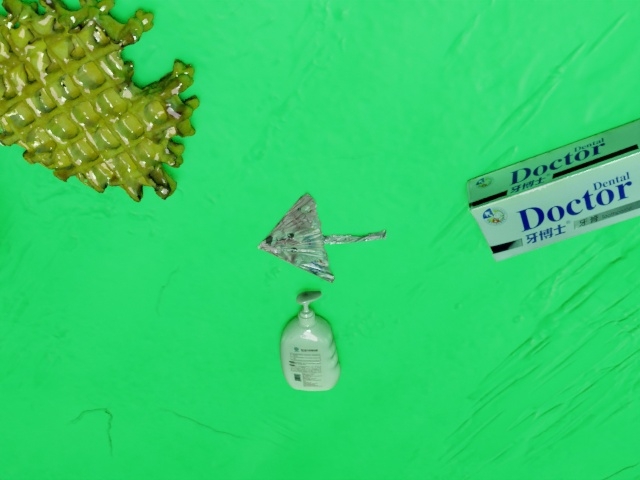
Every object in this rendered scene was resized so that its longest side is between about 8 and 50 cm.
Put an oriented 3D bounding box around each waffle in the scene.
[{"bbox_3d":[-0.242,-0.144,0.877,0.232,0.051,0.228,12,132,-3],"label":"waffle"}]

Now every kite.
[{"bbox_3d":[0.000,0.000,0.998,0.157,0.011,0.139,-5,131,10],"label":"kite"}]

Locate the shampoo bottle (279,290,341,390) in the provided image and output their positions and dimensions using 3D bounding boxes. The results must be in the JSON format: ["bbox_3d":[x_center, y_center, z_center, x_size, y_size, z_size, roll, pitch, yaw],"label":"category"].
[{"bbox_3d":[-0.016,0.124,1.077,0.077,0.045,0.151,0,131,8],"label":"shampoo bottle"}]

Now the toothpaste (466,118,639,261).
[{"bbox_3d":[0.322,-0.072,0.872,0.337,0.067,0.081,-20,122,20],"label":"toothpaste"}]
